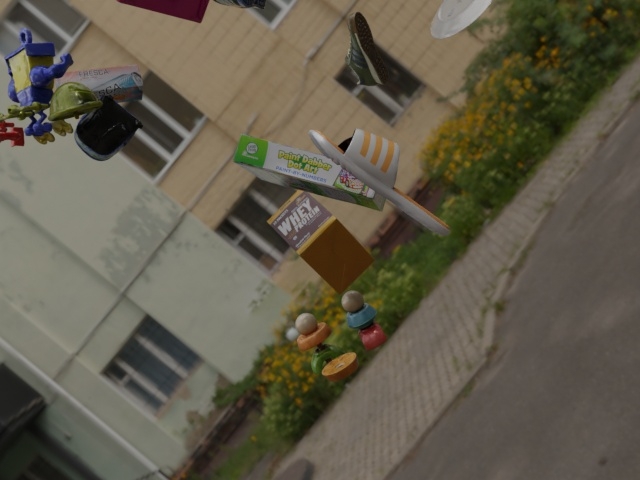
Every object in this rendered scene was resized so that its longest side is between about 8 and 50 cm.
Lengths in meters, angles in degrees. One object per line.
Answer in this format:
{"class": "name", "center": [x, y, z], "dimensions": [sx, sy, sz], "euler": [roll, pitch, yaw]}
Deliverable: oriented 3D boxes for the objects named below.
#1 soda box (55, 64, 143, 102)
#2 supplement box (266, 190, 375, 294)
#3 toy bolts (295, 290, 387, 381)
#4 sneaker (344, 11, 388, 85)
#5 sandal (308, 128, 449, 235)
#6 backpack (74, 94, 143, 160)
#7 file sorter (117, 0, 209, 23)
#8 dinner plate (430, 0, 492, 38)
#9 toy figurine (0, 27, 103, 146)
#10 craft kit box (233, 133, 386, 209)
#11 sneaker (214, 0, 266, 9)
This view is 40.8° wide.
{"class": "soda box", "center": [-0.488, -0.339, 1.901], "dimensions": [0.183, 0.063, 0.058], "euler": [-11, -23, -19]}
{"class": "supplement box", "center": [0.000, 0.000, 2.194], "dimensions": [0.129, 0.191, 0.194], "euler": [-45, 39, -1]}
{"class": "toy bolts", "center": [0.052, 0.241, 2.263], "dimensions": [0.228, 0.158, 0.218], "euler": [-31, 11, -6]}
{"class": "sneaker", "center": [0.089, -0.452, 2.074], "dimensions": [0.086, 0.192, 0.064], "euler": [-4, 38, 37]}
{"class": "sandal", "center": [0.100, -0.105, 1.280], "dimensions": [0.076, 0.265, 0.102], "euler": [-55, 17, 5]}
{"class": "backpack", "center": [-0.441, -0.221, 1.752], "dimensions": [0.114, 0.105, 0.084], "euler": [-54, 13, -23]}
{"class": "file sorter", "center": [-0.368, -0.614, 1.840], "dimensions": [0.291, 0.182, 0.202], "euler": [-10, -52, -64]}
{"class": "dinner plate", "center": [0.226, -0.379, 1.364], "dimensions": [0.141, 0.017, 0.141], "euler": [-38, 30, 27]}
{"class": "toy figurine", "center": [-0.584, -0.323, 1.699], "dimensions": [0.191, 0.217, 0.362], "euler": [-3, -4, -40]}
{"class": "craft kit box", "center": [-0.007, -0.115, 1.530], "dimensions": [0.250, 0.247, 0.061], "euler": [21, -93, -83]}
{"class": "sneaker", "center": [-0.146, -0.407, 1.353], "dimensions": [0.232, 0.090, 0.081], "euler": [-33, -49, -82]}
